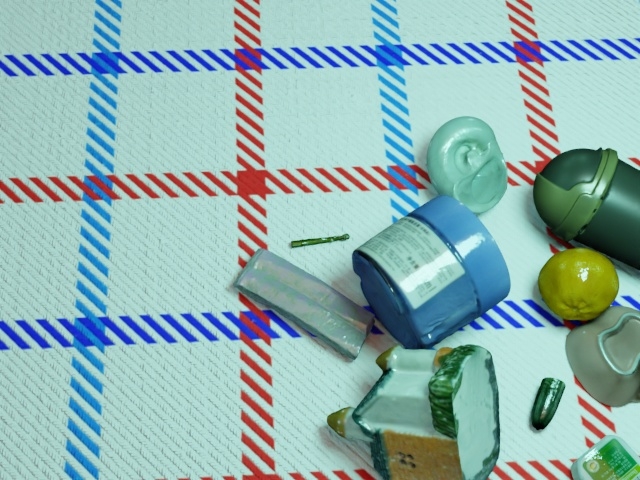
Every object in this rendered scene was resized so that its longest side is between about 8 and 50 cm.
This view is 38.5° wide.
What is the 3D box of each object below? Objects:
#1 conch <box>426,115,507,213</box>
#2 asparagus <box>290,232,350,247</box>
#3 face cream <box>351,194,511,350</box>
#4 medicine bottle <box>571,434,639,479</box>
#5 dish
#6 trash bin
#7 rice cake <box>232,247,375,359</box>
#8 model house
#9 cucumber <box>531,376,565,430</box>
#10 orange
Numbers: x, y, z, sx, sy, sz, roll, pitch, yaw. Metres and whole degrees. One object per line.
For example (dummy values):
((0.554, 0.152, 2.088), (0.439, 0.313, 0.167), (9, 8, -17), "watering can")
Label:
((0.316, -0.158, 1.973), (0.185, 0.121, 0.221), (12, 71, 0), "conch")
((0.000, 0.000, 1.944), (0.127, 0.018, 0.015), (-8, 100, -6), "asparagus")
((0.209, 0.068, 1.792), (0.225, 0.249, 0.249), (-31, 69, -13), "face cream")
((0.566, 0.463, 1.710), (0.119, 0.069, 0.183), (-33, 71, -19), "medicine bottle")
((0.605, 0.217, 1.817), (0.213, 0.090, 0.213), (1, 63, -2), "dish")
((0.602, -0.069, 1.891), (0.334, 0.214, 0.214), (27, 66, 8), "trash bin")
((-0.028, 0.126, 1.864), (0.298, 0.050, 0.106), (30, 68, 12), "rice cake")
((0.163, 0.324, 1.707), (0.301, 0.271, 0.190), (1, 26, 27), "model house")
((0.438, 0.320, 1.785), (0.048, 0.048, 0.105), (25, 66, 10), "cucumber")
((0.517, 0.093, 1.837), (0.159, 0.159, 0.136), (14, 48, 5), "orange")
